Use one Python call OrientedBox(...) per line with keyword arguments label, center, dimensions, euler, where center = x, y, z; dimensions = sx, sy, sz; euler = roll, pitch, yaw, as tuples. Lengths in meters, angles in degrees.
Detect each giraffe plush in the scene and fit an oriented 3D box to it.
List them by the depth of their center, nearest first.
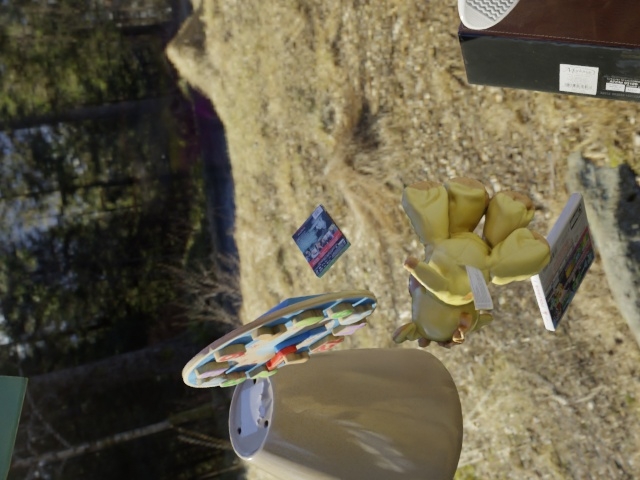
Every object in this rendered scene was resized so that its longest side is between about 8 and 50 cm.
OrientedBox(label="giraffe plush", center=(0.165, 0.049, 0.930), dimensions=(0.170, 0.182, 0.210), euler=(102, -177, -48))

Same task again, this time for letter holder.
OrientedBox(label="letter holder", center=(0.406, -0.370, 1.262), dimensions=(0.152, 0.302, 0.214), euler=(53, -128, -62))

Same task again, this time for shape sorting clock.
OrientedBox(label="shape sorting clock", center=(-0.037, 0.102, 0.763), dimensions=(0.040, 0.206, 0.206), euler=(63, 153, 15))

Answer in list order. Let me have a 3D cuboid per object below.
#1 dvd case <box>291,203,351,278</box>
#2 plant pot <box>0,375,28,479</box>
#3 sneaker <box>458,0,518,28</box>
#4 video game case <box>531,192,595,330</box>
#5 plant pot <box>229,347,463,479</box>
OrientedBox(label="dvd case", center=(0.000, 0.000, 1.391), dimensions=(0.087, 0.013, 0.119), euler=(-49, 46, 14))
OrientedBox(label="plant pot", center=(-0.479, 0.288, 0.971), dimensions=(0.166, 0.166, 0.234), euler=(152, 125, -64))
OrientedBox(label="sneaker", center=(0.248, -0.440, 1.093), dimensions=(0.151, 0.094, 0.255), euler=(-103, 23, -58))
OrientedBox(label="video game case", center=(0.464, 0.041, 1.463), dimensions=(0.023, 0.201, 0.183), euler=(14, 146, 39))
OrientedBox(label="plant pot", center=(0.017, 0.263, 1.112), dimensions=(0.256, 0.274, 0.256), euler=(-31, 52, 50))
